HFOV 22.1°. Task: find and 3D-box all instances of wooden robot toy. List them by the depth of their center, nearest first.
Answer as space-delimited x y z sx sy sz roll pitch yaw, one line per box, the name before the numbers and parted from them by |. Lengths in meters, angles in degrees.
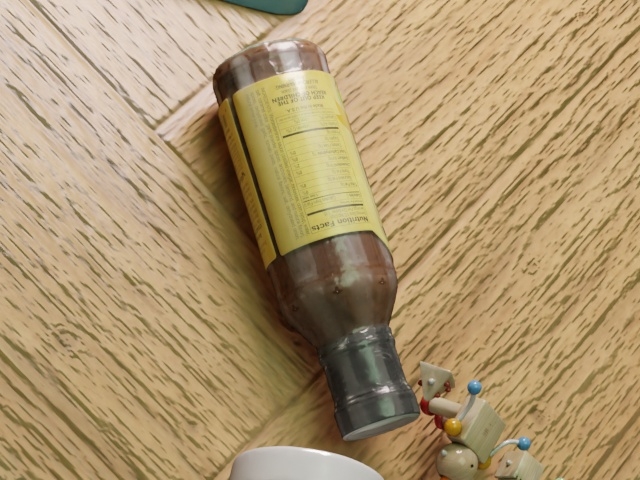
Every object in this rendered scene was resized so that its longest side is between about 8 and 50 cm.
wooden robot toy | 0.119 0.179 1.403 0.173 0.076 0.079 49 59 -38

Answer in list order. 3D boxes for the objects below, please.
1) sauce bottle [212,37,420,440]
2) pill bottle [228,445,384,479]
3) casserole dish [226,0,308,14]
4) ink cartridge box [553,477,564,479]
sauce bottle | 0.000 0.000 1.410 0.111 0.111 0.344 -8 74 -29
pill bottle | -0.030 0.298 1.233 0.153 0.153 0.264 21 60 -17
casserole dish | -0.079 -0.279 1.537 0.188 0.037 0.114 13 64 -23
ink cartridge box | 0.158 0.323 1.353 0.212 0.093 0.154 -34 85 -35
